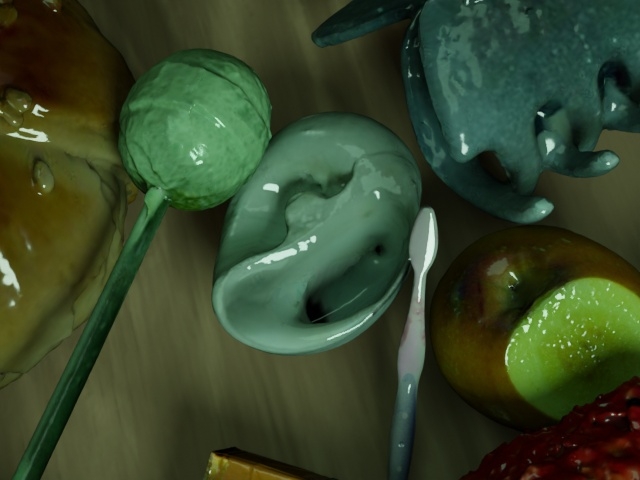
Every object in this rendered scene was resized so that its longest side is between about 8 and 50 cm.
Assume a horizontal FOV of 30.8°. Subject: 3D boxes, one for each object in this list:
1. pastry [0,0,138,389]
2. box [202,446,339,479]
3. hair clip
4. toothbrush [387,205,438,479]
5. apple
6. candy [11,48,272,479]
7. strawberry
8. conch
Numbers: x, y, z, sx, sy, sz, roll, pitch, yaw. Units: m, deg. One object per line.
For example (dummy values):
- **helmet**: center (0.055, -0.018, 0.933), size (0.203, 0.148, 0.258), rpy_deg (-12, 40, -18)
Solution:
- **pastry**: center (-0.341, -0.066, 0.949), size (0.409, 0.245, 0.409), rpy_deg (-4, 68, 10)
- **box**: center (0.015, 0.255, 0.834), size (0.237, 0.070, 0.152), rpy_deg (14, 85, 17)
- **hair clip**: center (0.187, -0.184, 0.897), size (0.318, 0.392, 0.238), rpy_deg (-36, 93, -9)
- **toothbrush**: center (0.064, 0.104, 0.853), size (0.021, 0.027, 0.269), rpy_deg (8, 106, 11)
- **apple**: center (0.160, 0.066, 0.850), size (0.146, 0.147, 0.163), rpy_deg (-53, 39, -10)
- **candy**: center (-0.152, 0.043, 0.837), size (0.119, 0.119, 0.440), rpy_deg (16, 64, 15)
- **strawberry**: center (0.172, 0.171, 0.721), size (0.190, 0.111, 0.236), rpy_deg (32, 74, 28)
- **conch**: center (0.004, 0.001, 0.917), size (0.185, 0.121, 0.221), rpy_deg (-4, 55, 44)
